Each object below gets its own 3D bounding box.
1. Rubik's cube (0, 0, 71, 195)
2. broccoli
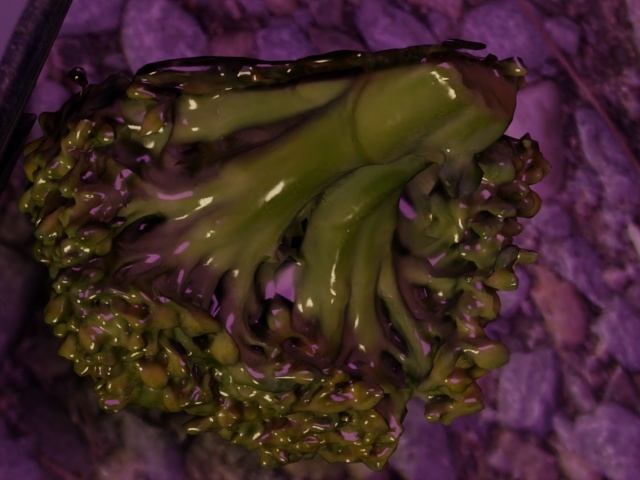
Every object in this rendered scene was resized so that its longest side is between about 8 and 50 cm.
[{"bbox_3d":[-0.253,-0.069,0.839,0.260,0.259,0.255,21,60,-6],"label":"Rubik's cube"},{"bbox_3d":[-0.007,0.014,0.898,0.242,0.273,0.180,8,84,-33],"label":"broccoli"}]
